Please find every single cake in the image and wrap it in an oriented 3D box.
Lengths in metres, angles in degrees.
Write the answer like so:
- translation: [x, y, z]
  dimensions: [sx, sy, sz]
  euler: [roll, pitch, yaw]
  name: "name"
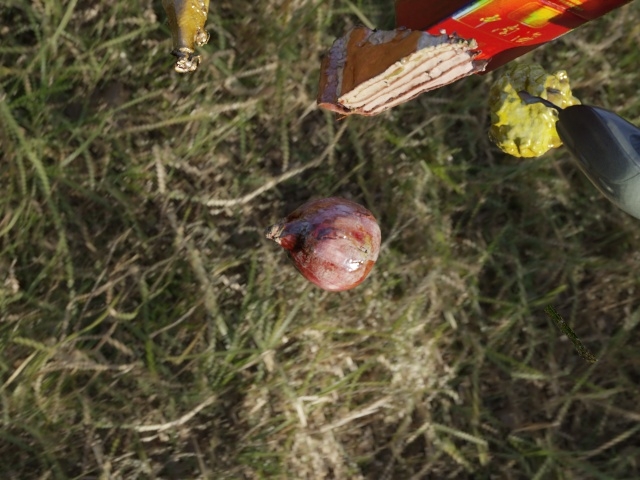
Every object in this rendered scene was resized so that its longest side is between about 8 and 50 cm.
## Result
- translation: [0.107, -0.247, 1.376]
  dimensions: [0.098, 0.287, 0.135]
  euler: [33, 64, -36]
  name: "cake"

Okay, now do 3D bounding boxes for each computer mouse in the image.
- translation: [0.453, -0.120, 1.582]
  dimensions: [0.379, 0.167, 0.090]
  euler: [35, 72, 18]
  name: "computer mouse"

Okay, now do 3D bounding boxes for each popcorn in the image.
- translation: [0.411, -0.252, 1.992]
  dimensions: [0.197, 0.155, 0.197]
  euler: [-18, 116, -44]
  name: "popcorn"

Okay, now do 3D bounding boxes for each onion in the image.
- translation: [0.000, 0.000, 1.678]
  dimensions: [0.195, 0.159, 0.159]
  euler: [13, 67, -30]
  name: "onion"

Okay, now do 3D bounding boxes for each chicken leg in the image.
- translation: [-0.235, -0.374, 1.775]
  dimensions: [0.085, 0.101, 0.207]
  euler: [6, 63, -17]
  name: "chicken leg"

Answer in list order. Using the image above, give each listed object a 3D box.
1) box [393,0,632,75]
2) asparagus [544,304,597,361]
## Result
- translation: [0.288, -0.358, 1.510]
  dimensions: [0.197, 0.313, 0.089]
  euler: [11, 67, -39]
  name: "box"
- translation: [0.305, 0.116, 1.248]
  dimensions: [0.016, 0.163, 0.016]
  euler: [-23, 110, 2]
  name: "asparagus"
